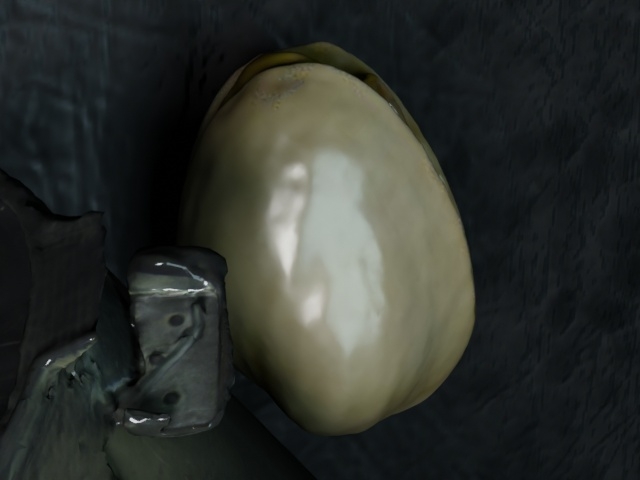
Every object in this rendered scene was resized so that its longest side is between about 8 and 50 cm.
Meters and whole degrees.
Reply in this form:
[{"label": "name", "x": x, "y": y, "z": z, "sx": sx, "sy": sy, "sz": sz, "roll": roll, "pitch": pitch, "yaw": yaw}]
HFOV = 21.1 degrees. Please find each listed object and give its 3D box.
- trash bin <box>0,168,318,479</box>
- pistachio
[{"label": "trash bin", "x": -0.081, "y": 0.141, "z": 0.571, "sx": 0.252, "sy": 0.203, "sz": 0.301, "roll": -27, "pitch": 131, "yaw": 14}, {"label": "pistachio", "x": 0.000, "y": 0.000, "z": 0.638, "sx": 0.113, "sy": 0.113, "sz": 0.149, "roll": -24, "pitch": 123, "yaw": -30}]
